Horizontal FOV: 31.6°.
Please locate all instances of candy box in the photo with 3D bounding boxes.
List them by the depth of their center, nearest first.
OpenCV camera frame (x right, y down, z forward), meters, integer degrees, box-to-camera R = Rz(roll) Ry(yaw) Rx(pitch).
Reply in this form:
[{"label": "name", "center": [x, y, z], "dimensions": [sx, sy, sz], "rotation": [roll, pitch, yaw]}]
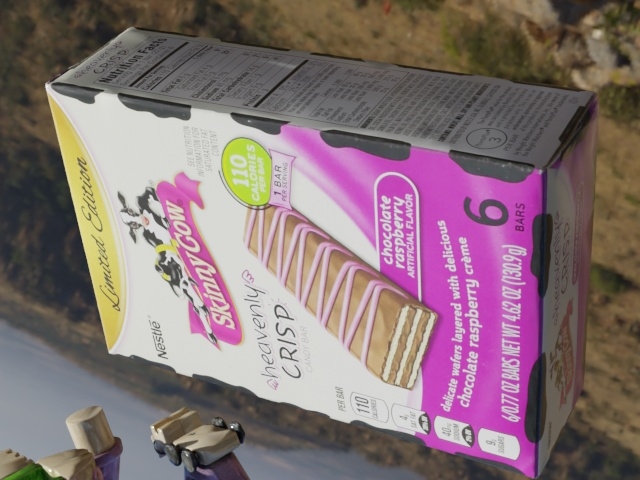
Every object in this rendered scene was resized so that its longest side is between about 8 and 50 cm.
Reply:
[{"label": "candy box", "center": [0.000, 0.000, 0.514], "dimensions": [0.234, 0.071, 0.159], "rotation": [12, 127, 26]}]

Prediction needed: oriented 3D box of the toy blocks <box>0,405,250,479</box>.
[{"label": "toy blocks", "center": [-0.227, 0.342, 1.104], "dimensions": [0.289, 0.309, 0.260], "rotation": [2, 113, 55]}]
